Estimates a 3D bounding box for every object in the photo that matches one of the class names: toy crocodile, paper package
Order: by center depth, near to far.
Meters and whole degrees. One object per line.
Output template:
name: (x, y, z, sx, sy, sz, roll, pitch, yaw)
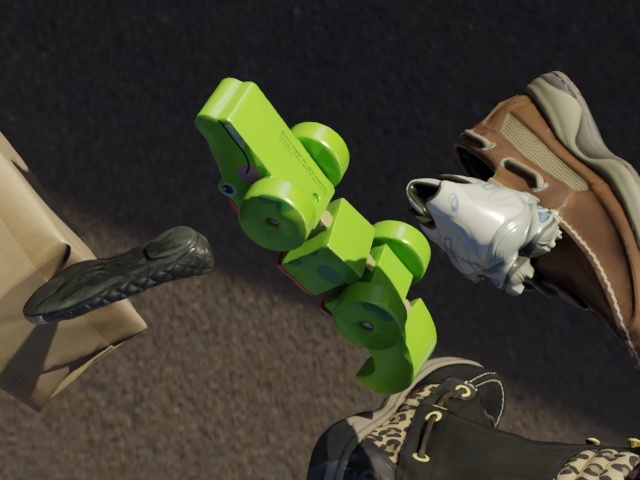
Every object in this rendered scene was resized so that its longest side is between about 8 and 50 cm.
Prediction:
toy crocodile: (0.000, 0.000, 1.326, 0.105, 0.115, 0.340, -21, 121, 36)
paper package: (-0.375, -0.011, 1.613, 0.168, 0.325, 0.309, -39, 158, -4)

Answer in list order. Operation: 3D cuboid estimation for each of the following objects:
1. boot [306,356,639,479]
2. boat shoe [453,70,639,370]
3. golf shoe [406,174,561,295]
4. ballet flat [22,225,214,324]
boot: (0.184, 0.219, 1.425, 0.284, 0.377, 0.138, 9, 100, 27)
boat shoe: (0.171, -0.005, 1.043, 0.116, 0.324, 0.123, -23, 118, 5)
golf shoe: (0.093, -0.018, 0.925, 0.086, 0.176, 0.069, 33, 88, -5)
ballet flat: (-0.172, 0.039, 1.254, 0.173, 0.057, 0.049, -20, 131, 9)
